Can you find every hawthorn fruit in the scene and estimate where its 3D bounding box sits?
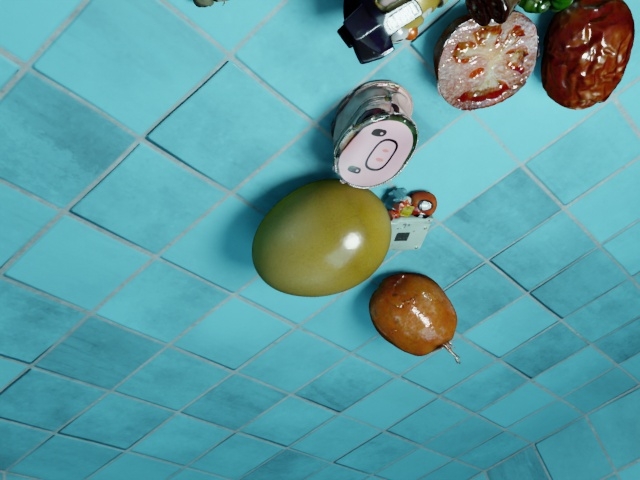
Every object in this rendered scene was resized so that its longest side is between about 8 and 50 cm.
[{"bbox_3d":[0.267,0.215,1.909,0.211,0.299,0.211,-43,172,-7],"label":"hawthorn fruit"}]

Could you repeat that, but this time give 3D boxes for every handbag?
[{"bbox_3d":[0.111,-0.218,1.495,0.179,0.116,0.205,13,131,-29],"label":"handbag"}]

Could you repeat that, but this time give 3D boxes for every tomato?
[{"bbox_3d":[0.317,-0.370,1.427,0.225,0.085,0.224,-8,134,-9],"label":"tomato"}]

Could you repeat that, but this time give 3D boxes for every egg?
[{"bbox_3d":[0.000,0.000,1.591,0.323,0.250,0.250,-26,138,15],"label":"egg"}]

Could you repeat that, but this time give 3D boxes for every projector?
[{"bbox_3d":[0.190,-0.028,1.771,0.147,0.061,0.115,-1,134,-19],"label":"projector"}]

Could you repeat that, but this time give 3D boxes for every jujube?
[{"bbox_3d":[0.529,-0.375,1.442,0.174,0.174,0.250,-19,149,1],"label":"jujube"}]

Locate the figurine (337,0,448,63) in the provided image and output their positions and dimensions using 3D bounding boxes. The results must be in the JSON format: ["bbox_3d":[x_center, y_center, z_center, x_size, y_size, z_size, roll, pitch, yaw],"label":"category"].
[{"bbox_3d":[0.151,-0.429,1.224,0.309,0.143,0.308,-31,161,-12],"label":"figurine"}]

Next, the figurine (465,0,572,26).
[{"bbox_3d":[0.418,-0.483,1.231,0.370,0.281,0.167,-33,109,-13],"label":"figurine"}]

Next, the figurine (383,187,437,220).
[{"bbox_3d":[0.216,-0.086,1.709,0.140,0.075,0.068,-4,136,-31],"label":"figurine"}]

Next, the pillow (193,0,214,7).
[{"bbox_3d":[-0.179,-0.484,1.156,0.093,0.051,0.241,11,134,-24],"label":"pillow"}]

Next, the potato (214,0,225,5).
[{"bbox_3d":[-0.061,-0.468,1.143,0.243,0.098,0.138,-8,141,-5],"label":"potato"}]
